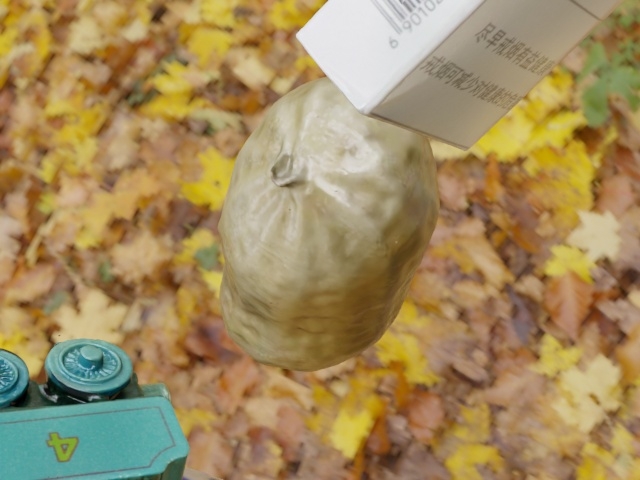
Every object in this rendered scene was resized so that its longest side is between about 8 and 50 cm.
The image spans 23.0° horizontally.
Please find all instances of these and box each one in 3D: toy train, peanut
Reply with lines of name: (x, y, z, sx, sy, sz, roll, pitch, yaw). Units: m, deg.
toy train: (-0.190, 0.149, 1.091, 0.154, 0.198, 0.107, -122, 36, -46)
peanut: (0.000, 0.000, 0.964, 0.129, 0.224, 0.129, 4, 49, -5)

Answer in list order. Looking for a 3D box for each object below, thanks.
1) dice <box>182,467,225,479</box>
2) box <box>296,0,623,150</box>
dice: (-0.164, 0.437, 1.984, 0.243, 0.251, 0.259, 26, 93, 37)
box: (0.072, -0.094, 0.453, 0.154, 0.084, 0.040, -45, 66, 16)
